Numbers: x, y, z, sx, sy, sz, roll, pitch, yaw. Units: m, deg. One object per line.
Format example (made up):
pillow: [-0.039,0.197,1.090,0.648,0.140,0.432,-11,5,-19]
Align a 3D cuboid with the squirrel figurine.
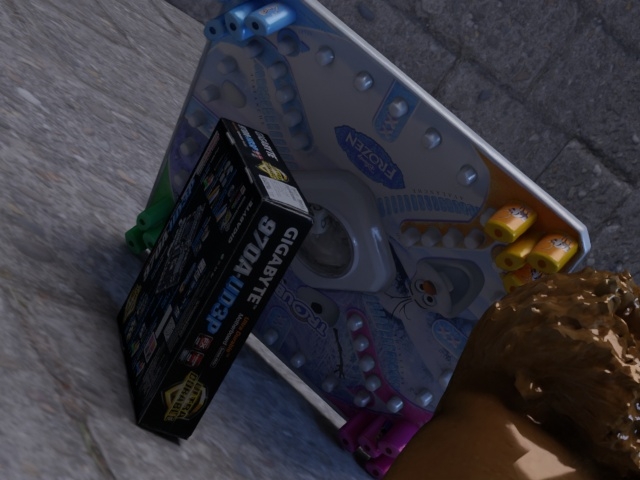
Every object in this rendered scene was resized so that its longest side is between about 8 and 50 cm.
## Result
squirrel figurine: [0.225,0.227,0.779,0.370,0.397,0.281,29,2,16]

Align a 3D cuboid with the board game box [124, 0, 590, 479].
board game box: [0.000,0.000,1.103,0.390,0.390,0.050,42,47,12]

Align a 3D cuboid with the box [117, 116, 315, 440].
box: [-0.096,0.027,0.990,0.051,0.220,0.175,22,18,-25]
